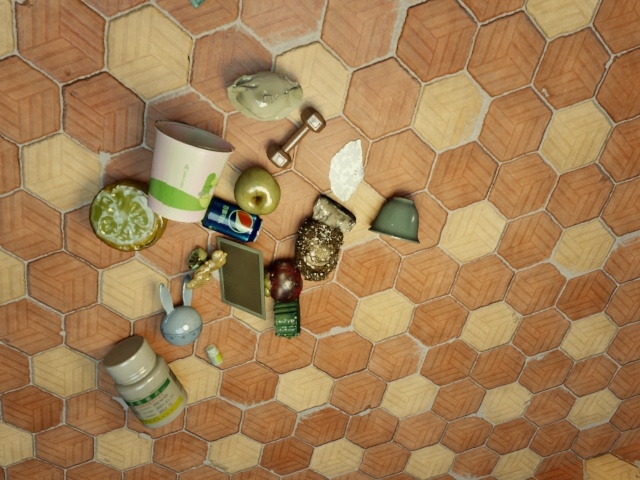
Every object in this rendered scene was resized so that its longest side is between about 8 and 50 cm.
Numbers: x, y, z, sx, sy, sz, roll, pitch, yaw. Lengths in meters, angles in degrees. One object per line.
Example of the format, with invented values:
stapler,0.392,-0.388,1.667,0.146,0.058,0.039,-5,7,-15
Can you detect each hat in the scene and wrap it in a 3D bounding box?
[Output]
hat,-0.453,0.070,1.682,0.059,0.076,0.077,25,116,-39

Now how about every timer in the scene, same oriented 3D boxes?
timer,-0.556,0.283,1.746,0.175,0.175,0.255,-21,88,3

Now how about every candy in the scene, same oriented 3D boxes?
candy,-0.660,-0.085,1.559,0.260,0.118,0.260,-3,113,-7

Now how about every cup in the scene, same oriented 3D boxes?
cup,-0.435,-0.217,1.446,0.253,0.253,0.274,18,111,-15
cup,0.288,-0.083,1.661,0.199,0.199,0.150,13,94,-13

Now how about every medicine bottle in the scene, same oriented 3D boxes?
medicine bottle,-0.703,0.566,1.809,0.208,0.208,0.339,-21,116,3
medicine bottle,-0.446,0.481,1.890,0.047,0.047,0.083,-18,116,2

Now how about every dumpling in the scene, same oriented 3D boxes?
dumpling,-0.180,-0.451,1.456,0.247,0.142,0.172,0,150,-14

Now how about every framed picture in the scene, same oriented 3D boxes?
framed picture,-0.296,0.140,1.693,0.231,0.018,0.293,17,119,29

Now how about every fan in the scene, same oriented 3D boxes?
fan,0.097,-0.253,1.633,0.131,0.009,0.240,7,114,-10

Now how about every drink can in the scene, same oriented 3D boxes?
drink can,-0.315,-0.070,1.609,0.205,0.118,0.118,21,111,-18

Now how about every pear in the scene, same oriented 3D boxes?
pear,-0.218,-0.169,1.565,0.167,0.136,0.167,-3,119,-5

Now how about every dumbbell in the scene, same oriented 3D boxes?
dumbbell,-0.084,-0.344,1.527,0.231,0.082,0.092,-43,112,13

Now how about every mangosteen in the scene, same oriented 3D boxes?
mangosteen,-0.155,0.158,1.712,0.180,0.166,0.166,-4,116,-10

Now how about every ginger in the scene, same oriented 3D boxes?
ginger,-0.422,0.120,1.665,0.052,0.193,0.176,42,63,11

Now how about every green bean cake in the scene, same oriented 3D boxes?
green bean cake,-0.129,0.327,1.772,0.107,0.208,0.193,-2,113,-3

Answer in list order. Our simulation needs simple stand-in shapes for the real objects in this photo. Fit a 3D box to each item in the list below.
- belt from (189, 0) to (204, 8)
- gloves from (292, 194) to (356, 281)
belt,-0.313,-0.756,1.319,0.179,0.100,0.065,-26,117,22
gloves,0.006,0.004,1.670,0.210,0.135,0.312,35,86,-41
